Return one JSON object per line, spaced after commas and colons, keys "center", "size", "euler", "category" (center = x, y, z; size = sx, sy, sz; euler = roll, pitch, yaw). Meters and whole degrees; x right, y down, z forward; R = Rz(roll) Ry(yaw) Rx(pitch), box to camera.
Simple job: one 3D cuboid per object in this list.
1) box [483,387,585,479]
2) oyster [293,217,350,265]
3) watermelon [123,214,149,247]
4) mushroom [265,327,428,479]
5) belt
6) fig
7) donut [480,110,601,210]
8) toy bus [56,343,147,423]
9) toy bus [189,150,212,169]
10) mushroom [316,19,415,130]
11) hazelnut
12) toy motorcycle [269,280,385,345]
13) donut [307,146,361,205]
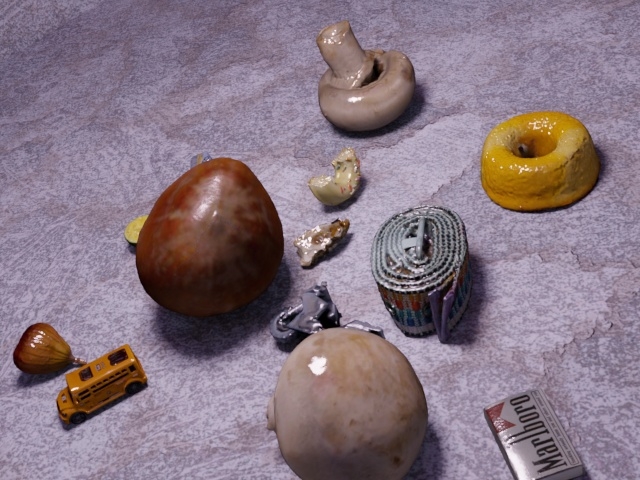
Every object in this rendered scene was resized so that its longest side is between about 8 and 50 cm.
{"center": [0.366, 0.344, 1.462], "size": [0.115, 0.036, 0.178], "euler": [-19, 39, 0], "category": "box"}
{"center": [0.010, 0.000, 1.996], "size": [0.148, 0.051, 0.103], "euler": [-33, 41, 6], "category": "oyster"}
{"center": [-0.451, -0.017, 2.186], "size": [0.105, 0.062, 0.106], "euler": [-8, 47, 9], "category": "watermelon"}
{"center": [0.032, 0.311, 1.496], "size": [0.290, 0.297, 0.298], "euler": [-32, 19, 50], "category": "mushroom"}
{"center": [0.210, 0.052, 1.769], "size": [0.206, 0.161, 0.295], "euler": [-2, 41, 19], "category": "belt"}
{"center": [-0.616, 0.254, 1.922], "size": [0.119, 0.152, 0.119], "euler": [-42, 34, 39], "category": "fig"}
{"center": [0.510, -0.199, 1.996], "size": [0.302, 0.110, 0.303], "euler": [-11, 38, 9], "category": "donut"}
{"center": [-0.473, 0.303, 1.793], "size": [0.194, 0.088, 0.083], "euler": [-28, 41, -13], "category": "toy bus"}
{"center": [-0.320, -0.171, 2.320], "size": [0.075, 0.064, 0.191], "euler": [-19, 38, 8], "category": "toy bus"}
{"center": [0.110, -0.460, 2.315], "size": [0.292, 0.290, 0.293], "euler": [-15, 38, 12], "category": "mushroom"}
{"center": [-0.238, -0.001, 1.864], "size": [0.365, 0.366, 0.366], "euler": [-11, 39, 9], "category": "hazelnut"}
{"center": [0.020, 0.173, 1.748], "size": [0.270, 0.106, 0.159], "euler": [14, 54, 39], "category": "toy motorcycle"}
{"center": [0.049, -0.148, 2.108], "size": [0.065, 0.108, 0.166], "euler": [-6, 33, 48], "category": "donut"}
